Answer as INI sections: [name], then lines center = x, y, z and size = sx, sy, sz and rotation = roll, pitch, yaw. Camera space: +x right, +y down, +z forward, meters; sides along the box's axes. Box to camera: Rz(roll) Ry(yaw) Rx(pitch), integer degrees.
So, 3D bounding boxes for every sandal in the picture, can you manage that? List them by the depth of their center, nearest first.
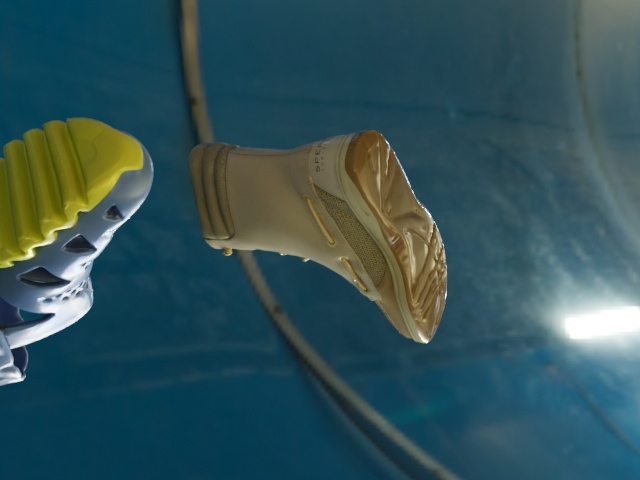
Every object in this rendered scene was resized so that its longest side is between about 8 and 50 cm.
[sandal]
center = -0.236, 0.019, 1.178
size = 0.138, 0.317, 0.126
rotation = 30, -142, -34

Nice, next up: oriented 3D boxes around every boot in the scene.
[boot]
center = 0.000, 0.000, 1.418
size = 0.262, 0.203, 0.095
rotation = 60, -139, -43
